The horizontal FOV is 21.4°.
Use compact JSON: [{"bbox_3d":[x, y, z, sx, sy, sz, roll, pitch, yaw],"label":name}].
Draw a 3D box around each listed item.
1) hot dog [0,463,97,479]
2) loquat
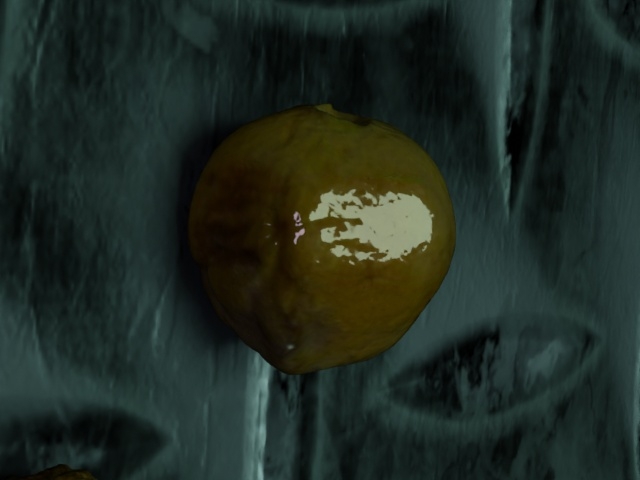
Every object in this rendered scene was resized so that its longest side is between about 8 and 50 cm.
[{"bbox_3d":[-0.137,0.140,0.687,0.147,0.065,0.099,1,101,-58],"label":"hot dog"},{"bbox_3d":[0.000,0.000,0.833,0.137,0.113,0.137,-16,124,-25],"label":"loquat"}]
